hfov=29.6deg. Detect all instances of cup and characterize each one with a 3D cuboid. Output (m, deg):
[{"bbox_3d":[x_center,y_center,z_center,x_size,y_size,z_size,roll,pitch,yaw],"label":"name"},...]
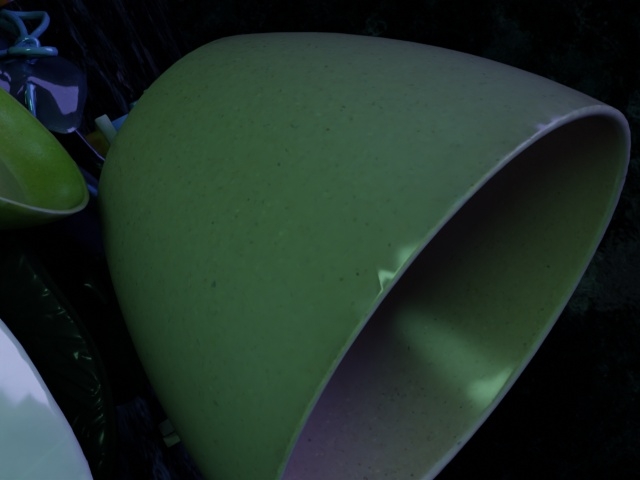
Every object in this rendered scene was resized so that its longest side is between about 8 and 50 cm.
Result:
[{"bbox_3d":[0.000,0.000,0.762,0.237,0.331,0.331,38,-6,24],"label":"cup"}]

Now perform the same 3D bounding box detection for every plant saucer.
[{"bbox_3d":[-0.236,-0.077,0.658,0.241,0.037,0.241,38,10,-7],"label":"plant saucer"}]

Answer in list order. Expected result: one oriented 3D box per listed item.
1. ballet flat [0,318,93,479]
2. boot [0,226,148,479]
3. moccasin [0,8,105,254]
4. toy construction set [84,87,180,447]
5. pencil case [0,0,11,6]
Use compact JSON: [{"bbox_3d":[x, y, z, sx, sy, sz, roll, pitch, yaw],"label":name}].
[{"bbox_3d":[-0.147,0.148,0.488,0.139,0.139,0.400,-103,167,-68],"label":"ballet flat"},{"bbox_3d":[-0.159,0.077,0.780,0.247,0.094,0.207,60,7,25],"label":"boot"},{"bbox_3d":[-0.222,-0.102,0.892,0.342,0.116,0.138,58,8,-47],"label":"moccasin"},{"bbox_3d":[-0.116,0.035,1.121,0.215,0.151,0.328,136,-61,-70],"label":"toy construction set"},{"bbox_3d":[-0.318,-0.301,0.909,0.284,0.124,0.124,58,8,-42],"label":"pencil case"}]
